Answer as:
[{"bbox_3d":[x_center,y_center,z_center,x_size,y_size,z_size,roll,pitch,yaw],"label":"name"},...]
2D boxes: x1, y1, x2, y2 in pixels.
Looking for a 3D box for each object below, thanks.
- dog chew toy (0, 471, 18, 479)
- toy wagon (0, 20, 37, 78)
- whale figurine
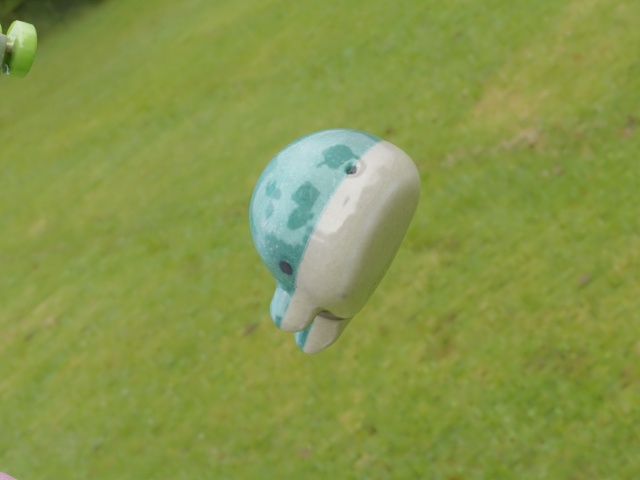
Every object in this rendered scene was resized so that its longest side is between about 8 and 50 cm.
[{"bbox_3d":[-0.276,0.347,1.583,0.206,0.332,0.206,13,-90,-87],"label":"dog chew toy"},{"bbox_3d":[-0.450,-0.219,1.597,0.344,0.267,0.068,18,96,61],"label":"toy wagon"},{"bbox_3d":[0.000,0.000,1.571,0.216,0.141,0.272,-53,-14,-30],"label":"whale figurine"}]
